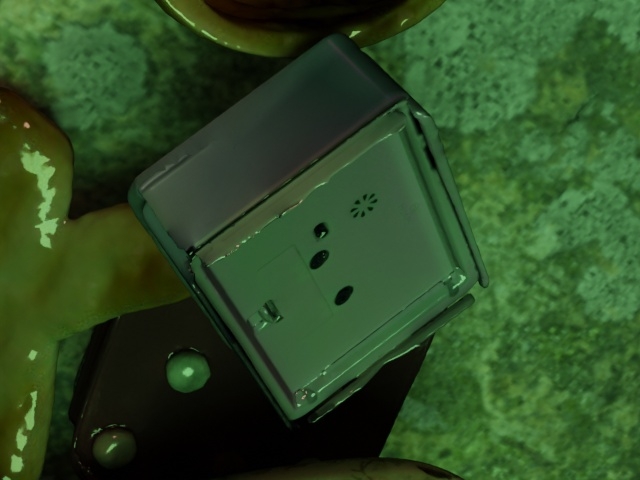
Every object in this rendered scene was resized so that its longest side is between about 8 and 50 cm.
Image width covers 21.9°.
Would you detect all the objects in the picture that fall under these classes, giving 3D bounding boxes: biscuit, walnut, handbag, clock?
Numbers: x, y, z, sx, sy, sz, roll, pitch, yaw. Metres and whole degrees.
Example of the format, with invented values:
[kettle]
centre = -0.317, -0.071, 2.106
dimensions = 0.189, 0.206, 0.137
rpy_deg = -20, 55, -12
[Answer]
[biscuit]
centre = -0.177, 0.032, 0.947
dimensions = 0.164, 0.047, 0.208
rpy_deg = 40, 114, -2
[walnut]
centre = -0.020, -0.175, 0.854
dimensions = 0.211, 0.087, 0.167
rpy_deg = 0, 92, -23
[handbag]
centre = -0.038, 0.071, 1.020
dimensions = 0.203, 0.074, 0.216
rpy_deg = 13, 118, -20
[clock]
centre = 0.001, 0.000, 0.864
dimensions = 0.144, 0.073, 0.193
rpy_deg = -37, 147, -6

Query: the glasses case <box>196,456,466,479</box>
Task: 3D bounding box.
[glasses case]
centre = -0.103, 0.207, 1.003
dimensions = 0.425, 0.098, 0.156
rpy_deg = -13, 152, 20
